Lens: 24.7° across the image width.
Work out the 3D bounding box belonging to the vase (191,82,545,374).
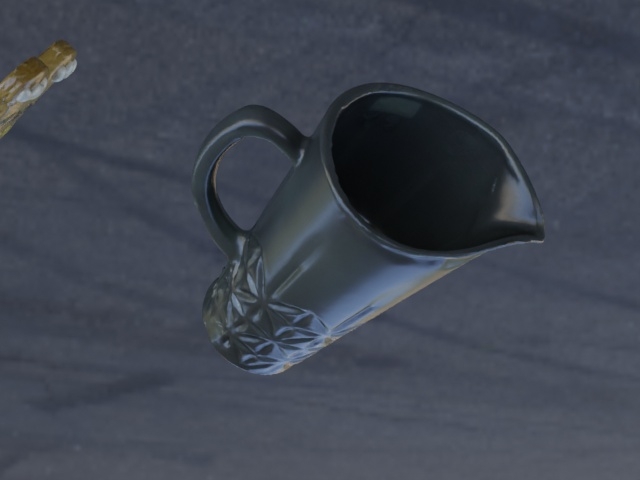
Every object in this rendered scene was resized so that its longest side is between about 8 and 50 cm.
[{"bbox_3d":[0.000,0.000,1.179,0.251,0.156,0.301,30,141,-13],"label":"vase"}]

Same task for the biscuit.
[{"bbox_3d":[-0.325,-0.102,1.412,0.035,0.158,0.240,47,118,-5],"label":"biscuit"}]
